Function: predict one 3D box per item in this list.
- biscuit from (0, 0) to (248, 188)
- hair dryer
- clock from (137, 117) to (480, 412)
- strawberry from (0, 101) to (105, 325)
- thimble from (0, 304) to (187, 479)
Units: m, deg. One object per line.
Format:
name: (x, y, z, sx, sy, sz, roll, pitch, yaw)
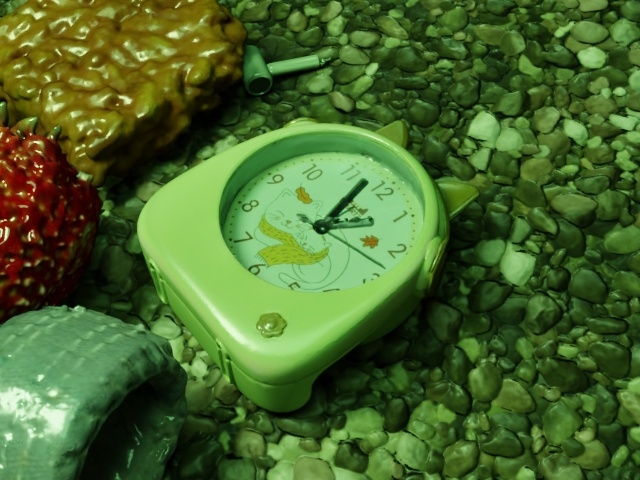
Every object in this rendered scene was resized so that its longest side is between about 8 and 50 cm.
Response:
biscuit: (-0.269, -0.229, 1.465, 0.318, 0.110, 0.312, -39, 58, -23)
hair dryer: (-0.046, -0.232, 1.499, 0.124, 0.038, 0.063, -13, 53, -13)
clock: (0.000, 0.000, 1.271, 0.348, 0.117, 0.286, -31, 57, -19)
strawberry: (-0.313, 0.033, 1.201, 0.138, 0.233, 0.306, 5, 61, 11)
thimble: (-0.251, 0.175, 1.101, 0.172, 0.205, 0.236, 20, 54, 19)
